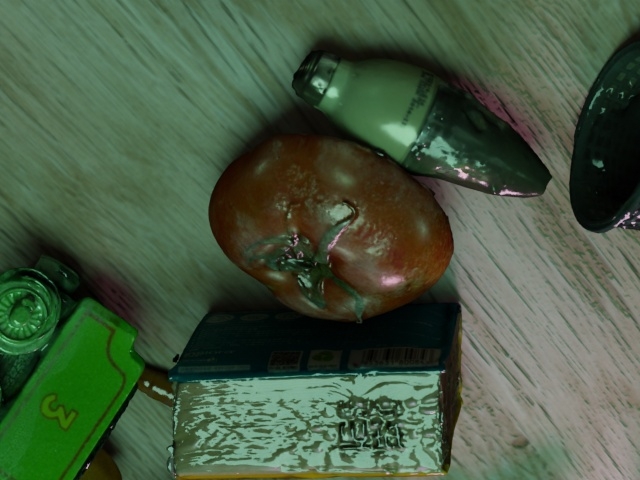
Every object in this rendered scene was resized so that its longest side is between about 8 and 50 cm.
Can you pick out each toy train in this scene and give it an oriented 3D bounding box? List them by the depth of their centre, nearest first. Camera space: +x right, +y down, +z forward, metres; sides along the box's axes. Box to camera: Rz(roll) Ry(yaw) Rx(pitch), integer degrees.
[{"bbox_3d":[-0.288,0.143,1.917,0.188,0.243,0.132,35,165,-12],"label":"toy train"}]

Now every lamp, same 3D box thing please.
[{"bbox_3d":[0.092,-0.102,1.766,0.250,0.101,0.101,25,124,-6],"label":"lamp"}]

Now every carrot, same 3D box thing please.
[{"bbox_3d":[-0.132,0.170,2.026,0.216,0.048,0.048,29,124,-8],"label":"carrot"}]

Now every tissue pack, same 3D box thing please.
[{"bbox_3d":[0.000,0.149,1.890,0.271,0.192,0.134,-2,106,10],"label":"tissue pack"}]

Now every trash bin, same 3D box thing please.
[{"bbox_3d":[0.328,-0.071,1.728,0.161,0.175,0.175,17,126,-17],"label":"trash bin"}]

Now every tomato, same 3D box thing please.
[{"bbox_3d":[0.000,0.000,1.803,0.237,0.095,0.237,17,151,10],"label":"tomato"}]

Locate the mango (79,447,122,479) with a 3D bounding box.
[{"bbox_3d":[-0.382,0.227,2.037,0.359,0.144,0.187,7,137,-5],"label":"mango"}]
